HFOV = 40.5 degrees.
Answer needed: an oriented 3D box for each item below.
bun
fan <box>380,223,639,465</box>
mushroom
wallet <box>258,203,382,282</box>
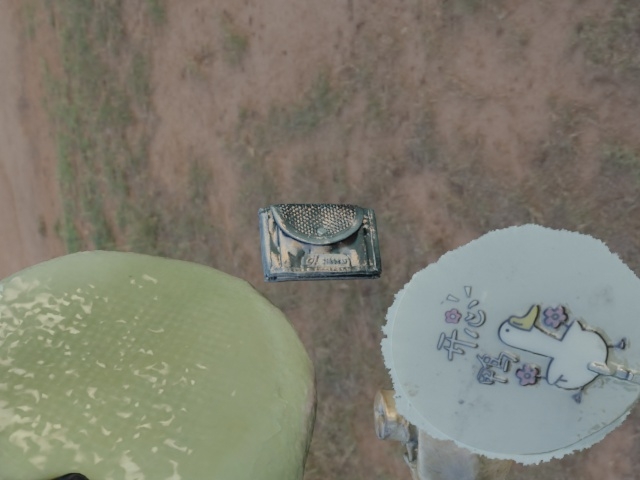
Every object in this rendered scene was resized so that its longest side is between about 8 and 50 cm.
[{"bbox_3d":[-0.144,0.150,0.619,0.293,0.293,0.187,49,147,40],"label":"bun"},{"bbox_3d":[0.256,0.113,0.740,0.012,0.414,0.233,-78,0,-65],"label":"fan"},{"bbox_3d":[0.180,0.271,1.231,0.189,0.195,0.254,-96,8,-65],"label":"mushroom"},{"bbox_3d":[0.000,0.000,0.937,0.026,0.129,0.088,112,154,-65],"label":"wallet"}]
